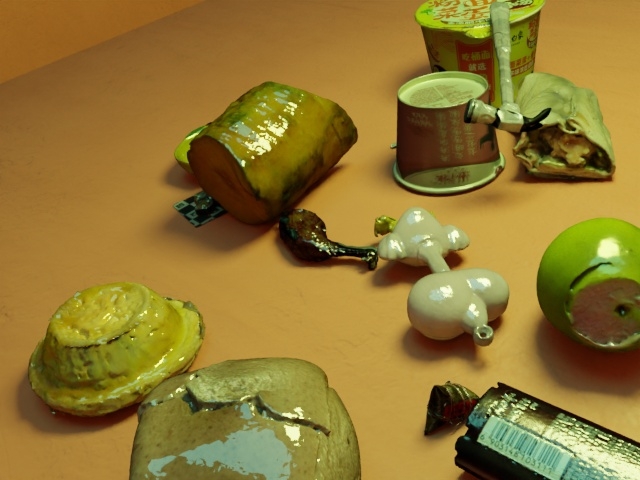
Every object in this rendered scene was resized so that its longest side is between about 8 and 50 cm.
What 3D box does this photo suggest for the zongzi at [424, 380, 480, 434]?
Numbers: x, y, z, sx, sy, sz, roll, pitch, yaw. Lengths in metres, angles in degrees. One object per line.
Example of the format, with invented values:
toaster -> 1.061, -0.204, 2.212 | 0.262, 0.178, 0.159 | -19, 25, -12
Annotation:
zongzi -> 0.158, 0.220, 0.898 | 0.083, 0.074, 0.067 | 13, 12, -42

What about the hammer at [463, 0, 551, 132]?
hammer -> 0.350, -0.355, 1.347 | 0.152, 0.044, 0.427 | 9, 48, -2

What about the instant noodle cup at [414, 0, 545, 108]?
instant noodle cup -> 0.387, -0.458, 1.660 | 0.311, 0.222, 0.311 | -10, 33, 7

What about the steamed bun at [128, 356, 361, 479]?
steamed bun -> -0.090, 0.236, 0.781 | 0.251, 0.199, 0.301 | -18, 24, 7

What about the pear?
pear -> 0.396, 0.053, 0.952 | 0.187, 0.188, 0.219 | 4, 18, 24

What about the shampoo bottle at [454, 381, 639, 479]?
shampoo bottle -> 0.311, 0.265, 0.742 | 0.322, 0.084, 0.129 | 19, 48, 38

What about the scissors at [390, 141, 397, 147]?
scissors -> 0.259, -0.249, 1.576 | 0.212, 0.021, 0.110 | -17, 31, -7

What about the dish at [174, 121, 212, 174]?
dish -> -0.263, -0.203, 1.635 | 0.148, 0.080, 0.208 | -11, 35, 11

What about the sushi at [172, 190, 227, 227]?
sushi -> -0.218, -0.108, 1.521 | 0.200, 0.031, 0.139 | -28, 36, -21

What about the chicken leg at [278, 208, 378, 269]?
chicken leg -> 0.000, 0.000, 1.274 | 0.105, 0.051, 0.253 | -28, 39, -30

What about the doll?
doll -> 0.187, 0.044, 1.102 | 0.160, 0.094, 0.365 | -7, 34, -10

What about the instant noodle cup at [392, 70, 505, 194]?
instant noodle cup -> 0.254, -0.227, 1.402 | 0.234, 0.179, 0.235 | -8, 33, 5

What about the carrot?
carrot -> -0.105, -0.189, 1.416 | 0.241, 0.242, 0.341 | 13, 43, 33

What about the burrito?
burrito -> 0.486, -0.255, 1.402 | 0.190, 0.135, 0.332 | -1, 35, 15

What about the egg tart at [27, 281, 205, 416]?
egg tart -> -0.329, 0.156, 1.102 | 0.288, 0.119, 0.288 | -6, 31, 4
